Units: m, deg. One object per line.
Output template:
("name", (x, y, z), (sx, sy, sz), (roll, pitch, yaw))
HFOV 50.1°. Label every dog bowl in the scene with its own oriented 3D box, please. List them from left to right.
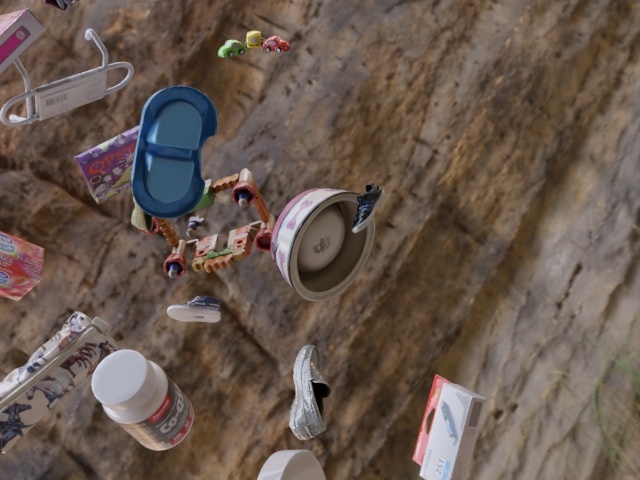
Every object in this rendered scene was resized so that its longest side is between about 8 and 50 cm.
("dog bowl", (-0.332, -0.199, 1.519), (0.166, 0.074, 0.297), (5, -73, -31))
("dog bowl", (0.000, 0.000, 2.381), (0.408, 0.150, 0.407), (-25, -51, -36))

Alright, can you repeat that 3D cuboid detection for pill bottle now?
("pill bottle", (-0.427, 0.388, 1.661), (0.161, 0.161, 0.283), (-48, -31, -20))

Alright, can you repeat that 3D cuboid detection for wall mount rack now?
("wall mount rack", (-0.659, -0.382, 1.730), (0.350, 0.130, 0.304), (-29, -11, -30))

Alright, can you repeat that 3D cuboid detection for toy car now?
("toy car", (-0.249, -0.673, 2.352), (0.225, 0.239, 0.053), (-21, -58, -29))

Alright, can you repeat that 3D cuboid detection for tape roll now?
("tape roll", (-0.069, 0.748, 1.794), (0.072, 0.391, 0.392), (-8, 7, 21))

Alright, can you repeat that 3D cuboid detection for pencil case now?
("pencil case", (-0.711, 0.355, 1.753), (0.410, 0.160, 0.183), (-43, 5, -22))

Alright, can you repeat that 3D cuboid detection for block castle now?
("block castle", (-0.405, -0.047, 2.504), (0.454, 0.303, 0.212), (-16, 34, 11))

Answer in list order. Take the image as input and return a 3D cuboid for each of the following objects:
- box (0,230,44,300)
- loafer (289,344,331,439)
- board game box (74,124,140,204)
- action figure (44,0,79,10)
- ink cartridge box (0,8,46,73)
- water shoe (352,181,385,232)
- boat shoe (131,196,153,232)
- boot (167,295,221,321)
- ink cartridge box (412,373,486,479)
("box", (-0.913, 0.052, 1.890), (0.128, 0.122, 0.257), (-35, -43, 27))
("loafer", (-0.019, 0.442, 2.038), (0.112, 0.112, 0.319), (-18, 41, 18))
("board game box", (-0.510, -0.247, 1.956), (0.347, 0.056, 0.208), (-31, -24, -17))
("action figure", (-0.564, -0.667, 1.464), (0.248, 0.370, 0.276), (-37, -46, 28))
("ink cartridge box", (-0.774, -0.357, 1.496), (0.069, 0.176, 0.370), (49, -117, -39))
("water shoe", (0.139, -0.109, 2.250), (0.073, 0.080, 0.203), (-31, 20, 50))
("boat shoe", (-0.409, -0.083, 1.612), (0.056, 0.048, 0.153), (-42, -18, -49))
("boot", (-0.451, 0.240, 2.453), (0.086, 0.190, 0.069), (-97, 24, -43))
("ink cartridge box", (0.365, 0.579, 2.085), (0.261, 0.066, 0.296), (15, 90, 63))
